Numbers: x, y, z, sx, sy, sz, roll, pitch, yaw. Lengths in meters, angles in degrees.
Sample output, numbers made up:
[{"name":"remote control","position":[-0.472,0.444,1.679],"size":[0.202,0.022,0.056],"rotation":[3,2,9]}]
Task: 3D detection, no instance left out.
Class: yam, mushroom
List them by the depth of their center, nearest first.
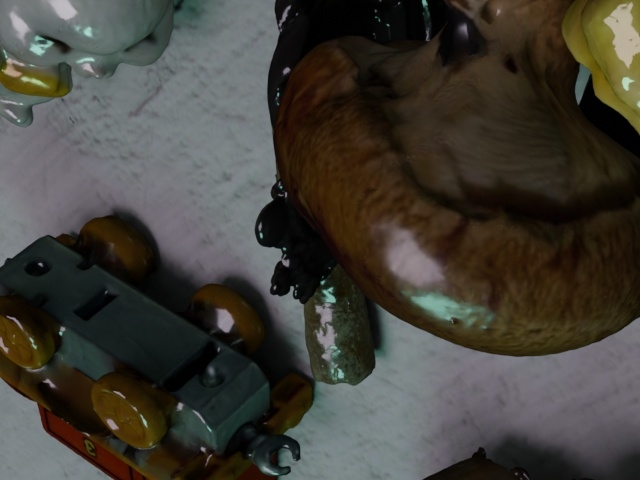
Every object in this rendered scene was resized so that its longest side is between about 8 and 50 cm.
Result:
[{"name":"mushroom","position":[0.108,-0.050,1.053],"size":[0.267,0.267,0.254],"rotation":[53,136,4]},{"name":"yam","position":[0.000,0.000,1.470],"size":[0.061,0.061,0.253],"rotation":[13,123,40]}]

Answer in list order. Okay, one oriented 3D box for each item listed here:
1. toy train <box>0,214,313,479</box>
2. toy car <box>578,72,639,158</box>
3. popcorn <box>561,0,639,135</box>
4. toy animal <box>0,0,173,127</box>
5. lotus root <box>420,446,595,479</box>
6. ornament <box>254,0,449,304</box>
[{"name":"toy train","position":[-0.162,0.138,1.652],"size":[0.369,0.163,0.231],"rotation":[29,141,28]},{"name":"toy car","position":[0.274,-0.009,1.142],"size":[0.306,0.125,0.136],"rotation":[34,136,22]},{"name":"popcorn","position":[0.237,-0.196,0.884],"size":[0.382,0.349,0.349],"rotation":[29,140,-10]},{"name":"toy animal","position":[-0.213,-0.201,1.443],"size":[0.325,0.208,0.154],"rotation":[134,140,-59]},{"name":"lotus root","position":[0.193,0.341,1.402],"size":[0.375,0.111,0.390],"rotation":[60,155,-6]},{"name":"ornament","position":[0.016,-0.102,1.238],"size":[0.106,0.260,0.251],"rotation":[18,126,29]}]
